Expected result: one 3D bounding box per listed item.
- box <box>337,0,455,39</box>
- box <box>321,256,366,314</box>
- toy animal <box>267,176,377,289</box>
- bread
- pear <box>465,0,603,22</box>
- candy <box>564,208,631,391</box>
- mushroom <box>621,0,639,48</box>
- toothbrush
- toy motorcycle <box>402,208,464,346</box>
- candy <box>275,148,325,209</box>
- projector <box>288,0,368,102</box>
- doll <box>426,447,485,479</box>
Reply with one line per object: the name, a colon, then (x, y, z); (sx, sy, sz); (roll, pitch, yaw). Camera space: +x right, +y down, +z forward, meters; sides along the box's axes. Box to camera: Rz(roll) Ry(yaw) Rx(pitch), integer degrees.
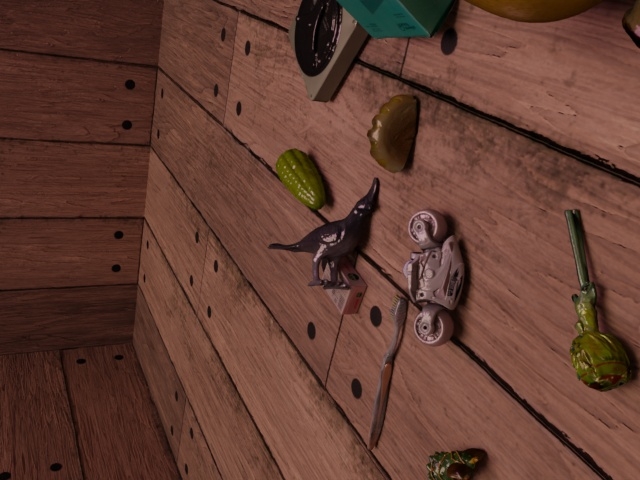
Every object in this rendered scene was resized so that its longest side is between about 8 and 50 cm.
box: (0.082, -0.510, 1.138); (0.118, 0.311, 0.205); (-55, 31, -2)
box: (0.053, 0.103, 1.485); (0.125, 0.043, 0.089); (57, 138, 45)
toy animal: (0.014, 0.024, 1.452); (0.367, 0.081, 0.206); (-31, 52, 38)
bread: (0.139, -0.215, 1.271); (0.083, 0.094, 0.157); (23, 119, 55)
pear: (0.324, -0.415, 0.741); (0.340, 0.191, 0.386); (-63, -4, 9)
candy: (0.374, 0.080, 0.887); (0.077, 0.073, 0.262); (90, 177, -72)
mushroom: (0.449, -0.365, 0.705); (0.100, 0.081, 0.312); (56, 136, 43)
toothbrush: (0.139, 0.293, 1.351); (0.037, 0.028, 0.375); (-139, 54, -61)
toy motorcycle: (0.214, 0.066, 1.151); (0.112, 0.112, 0.254); (-15, 77, 61)
candy: (-0.042, -0.150, 1.604); (0.209, 0.097, 0.096); (57, 138, 41)
projector: (0.009, -0.510, 1.506); (0.259, 0.079, 0.257); (-53, 46, 47)
doll: (0.236, 0.394, 1.117); (0.077, 0.078, 0.113); (40, 138, 24)
